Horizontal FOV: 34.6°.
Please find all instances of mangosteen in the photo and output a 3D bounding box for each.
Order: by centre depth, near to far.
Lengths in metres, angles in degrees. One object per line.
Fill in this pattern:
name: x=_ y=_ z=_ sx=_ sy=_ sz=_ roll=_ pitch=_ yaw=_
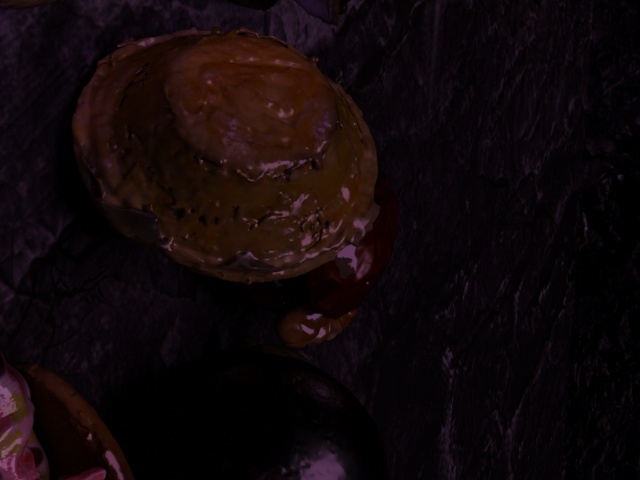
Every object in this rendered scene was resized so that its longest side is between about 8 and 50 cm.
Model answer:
mangosteen: x=-0.061 y=0.264 z=1.164 sx=0.313 sy=0.296 sz=0.297 roll=-14 pitch=105 yaw=-71

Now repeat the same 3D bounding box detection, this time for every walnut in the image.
walnut: x=0.000 y=0.000 z=1.285 sx=0.269 sy=0.221 sz=0.244 roll=-44 pitch=114 yaw=-53

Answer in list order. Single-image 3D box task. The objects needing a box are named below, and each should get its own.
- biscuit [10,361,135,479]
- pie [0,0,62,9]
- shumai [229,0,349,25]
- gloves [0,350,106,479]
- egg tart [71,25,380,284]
biscuit: x=-0.229 y=0.219 z=1.013 sx=0.033 sy=0.144 sz=0.224 roll=-34 pitch=115 yaw=-38
pie: x=-0.288 y=-0.351 z=0.952 sx=0.274 sy=0.055 sz=0.274 roll=-9 pitch=101 yaw=-59
shumai: x=0.017 y=-0.420 z=1.228 sx=0.292 sy=0.288 sz=0.330 roll=58 pitch=47 yaw=-42
gloves: x=-0.280 y=0.217 z=0.943 sx=0.126 sy=0.145 sz=0.241 roll=-29 pitch=114 yaw=-45
egg tart: x=-0.087 y=-0.113 z=1.080 sx=0.341 sy=0.341 sz=0.132 roll=-64 pitch=-174 yaw=-34
